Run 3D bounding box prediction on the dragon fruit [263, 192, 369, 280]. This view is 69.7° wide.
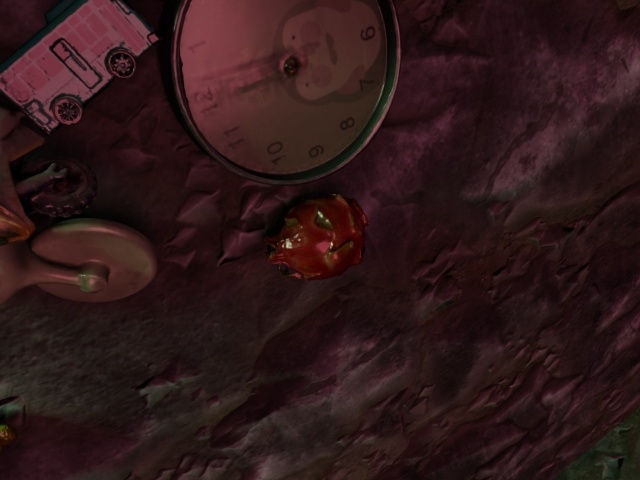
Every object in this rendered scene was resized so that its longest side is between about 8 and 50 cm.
[{"bbox_3d":[0.000,0.000,0.688,0.165,0.133,0.136,-16,129,-21],"label":"dragon fruit"}]

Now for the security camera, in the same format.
[{"bbox_3d":[-0.344,0.032,0.536,0.301,0.080,0.157,12,132,-32],"label":"security camera"}]

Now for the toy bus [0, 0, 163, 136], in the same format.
[{"bbox_3d":[-0.254,-0.196,0.485,0.160,0.079,0.092,-40,125,-1],"label":"toy bus"}]

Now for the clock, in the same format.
[{"bbox_3d":[-0.040,-0.224,0.591,0.318,0.066,0.319,-12,121,-21],"label":"clock"}]

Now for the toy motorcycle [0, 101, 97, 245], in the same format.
[{"bbox_3d":[-0.342,-0.073,0.436,0.229,0.130,0.094,28,144,-7],"label":"toy motorcycle"}]

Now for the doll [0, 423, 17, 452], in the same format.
[{"bbox_3d":[-0.512,0.321,0.614,0.137,0.097,0.210,25,107,-41],"label":"doll"}]
